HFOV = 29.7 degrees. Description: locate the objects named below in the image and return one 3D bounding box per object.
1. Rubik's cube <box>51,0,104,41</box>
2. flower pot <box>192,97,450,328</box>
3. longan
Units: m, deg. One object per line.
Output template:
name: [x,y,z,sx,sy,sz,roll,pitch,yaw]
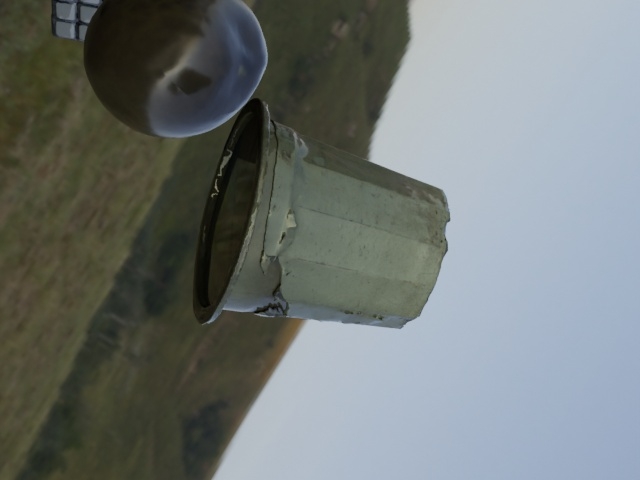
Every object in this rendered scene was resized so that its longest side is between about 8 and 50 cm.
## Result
Rubik's cube: [-0.341,-0.497,2.136,0.237,0.238,0.237,99,-1,-49]
flower pot: [0.000,0.000,1.124,0.212,0.202,0.212,-162,-90,-74]
longan: [-0.162,-0.202,1.324,0.198,0.198,0.212,-51,-170,34]
